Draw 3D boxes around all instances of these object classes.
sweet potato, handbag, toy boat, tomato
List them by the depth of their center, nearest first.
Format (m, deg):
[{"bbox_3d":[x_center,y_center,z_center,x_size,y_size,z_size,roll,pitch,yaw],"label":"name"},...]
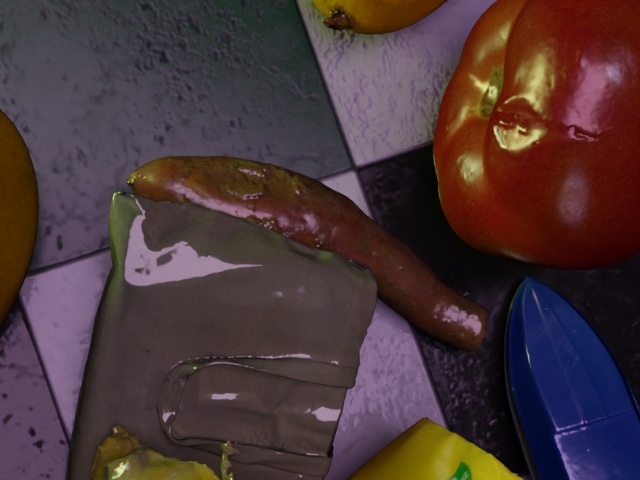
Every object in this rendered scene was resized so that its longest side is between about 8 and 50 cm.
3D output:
[{"bbox_3d":[-0.097,0.127,0.937,0.253,0.109,0.316,13,103,-15],"label":"handbag"},{"bbox_3d":[0.241,-0.112,0.986,0.226,0.298,0.299,12,81,-15],"label":"tomato"},{"bbox_3d":[0.000,0.000,1.007,0.385,0.109,0.109,21,79,-16],"label":"sweet potato"},{"bbox_3d":[0.258,0.176,1.060,0.129,0.088,0.295,-14,76,-14],"label":"toy boat"}]

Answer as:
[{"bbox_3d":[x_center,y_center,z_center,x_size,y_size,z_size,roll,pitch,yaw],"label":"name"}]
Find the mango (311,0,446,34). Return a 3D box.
[{"bbox_3d":[0.087,-0.326,1.062,0.176,0.119,0.317,42,67,-3],"label":"mango"}]

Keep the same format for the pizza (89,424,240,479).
[{"bbox_3d":[-0.113,0.250,0.782,0.280,0.075,0.288,-35,55,-12],"label":"pizza"}]

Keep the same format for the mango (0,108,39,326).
[{"bbox_3d":[-0.393,0.023,0.848,0.264,0.221,0.378,47,67,0],"label":"mango"}]

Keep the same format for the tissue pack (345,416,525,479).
[{"bbox_3d":[0.055,0.389,0.888,0.382,0.228,0.293,-38,106,-15],"label":"tissue pack"}]
